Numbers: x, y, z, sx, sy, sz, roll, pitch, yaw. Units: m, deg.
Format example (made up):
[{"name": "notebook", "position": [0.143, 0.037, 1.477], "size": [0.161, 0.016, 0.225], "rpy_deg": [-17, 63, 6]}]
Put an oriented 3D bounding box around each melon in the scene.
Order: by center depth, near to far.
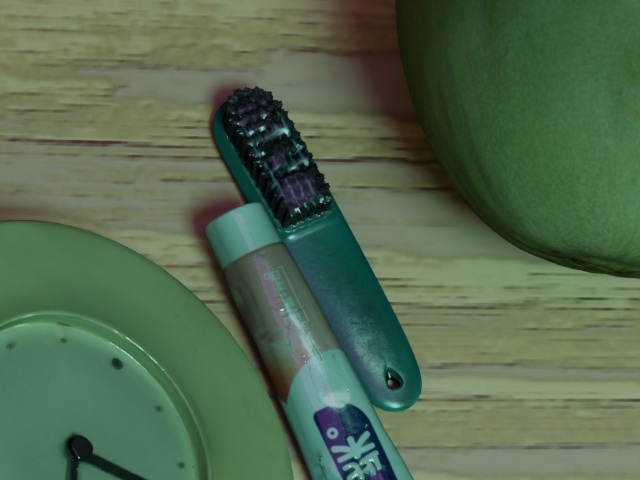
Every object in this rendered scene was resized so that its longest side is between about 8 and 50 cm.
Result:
[{"name": "melon", "position": [0.161, -0.135, 0.940], "size": [0.271, 0.272, 0.308], "rpy_deg": [-4, 59, -11]}]

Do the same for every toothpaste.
[{"name": "toothpaste", "position": [0.001, 0.077, 0.939], "size": [0.056, 0.036, 0.205], "rpy_deg": [-23, 76, -16]}]

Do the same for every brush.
[{"name": "brush", "position": [0.000, 0.000, 0.973], "size": [0.043, 0.032, 0.193], "rpy_deg": [-23, 71, -19]}]

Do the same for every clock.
[{"name": "clock", "position": [-0.113, 0.098, 0.859], "size": [0.235, 0.029, 0.235], "rpy_deg": [23, 48, -28]}]
